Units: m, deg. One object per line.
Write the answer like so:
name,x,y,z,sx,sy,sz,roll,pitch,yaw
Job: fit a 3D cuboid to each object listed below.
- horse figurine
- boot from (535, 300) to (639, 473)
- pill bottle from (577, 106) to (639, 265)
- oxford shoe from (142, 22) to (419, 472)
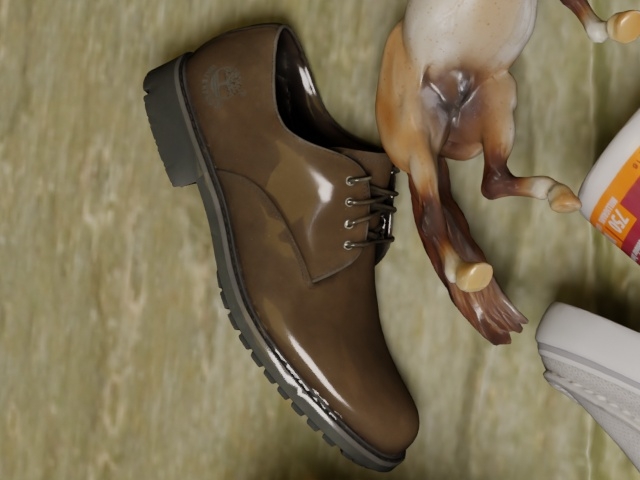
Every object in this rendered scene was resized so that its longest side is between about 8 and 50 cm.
horse figurine,0.077,-0.088,0.796,0.174,0.066,0.263,-119,39,-56
boot,0.182,0.136,0.770,0.258,0.095,0.123,31,88,18
pill bottle,0.191,0.003,0.768,0.152,0.086,0.086,42,112,15
oxford shoe,0.000,0.000,0.862,0.096,0.083,0.227,-26,86,22
